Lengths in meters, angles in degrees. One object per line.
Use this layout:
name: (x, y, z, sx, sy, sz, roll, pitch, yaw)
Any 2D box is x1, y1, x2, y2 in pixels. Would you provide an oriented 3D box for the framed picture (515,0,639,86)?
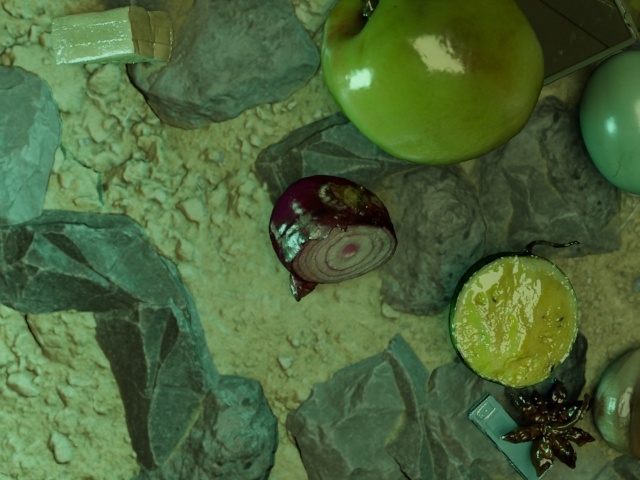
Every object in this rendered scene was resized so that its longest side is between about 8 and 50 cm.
framed picture: (0.335, -0.392, 1.520, 0.211, 0.020, 0.289, -24, 98, 34)

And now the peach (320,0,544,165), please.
peach: (0.169, -0.262, 1.440, 0.315, 0.281, 0.314, 44, 81, -17)

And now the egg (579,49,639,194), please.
egg: (0.497, -0.183, 1.549, 0.168, 0.168, 0.230, -16, 100, -7)

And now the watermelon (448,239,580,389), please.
watermelon: (0.296, 0.112, 1.558, 0.204, 0.127, 0.232, -2, 96, -8)

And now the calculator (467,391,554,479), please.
calculator: (0.313, 0.329, 1.631, 0.057, 0.018, 0.172, -43, 98, -3)

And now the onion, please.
onion: (0.000, 0.000, 1.509, 0.195, 0.218, 0.139, -7, 54, -37)

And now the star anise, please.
star anise: (0.373, 0.304, 1.608, 0.168, 0.057, 0.167, 0, 93, -3)

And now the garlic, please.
garlic: (0.502, 0.266, 1.626, 0.101, 0.087, 0.195, 6, 90, -22)

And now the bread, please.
bread: (-0.315, -0.306, 1.492, 0.152, 0.105, 0.077, 0, 95, 23)

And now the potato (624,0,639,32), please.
potato: (0.426, -0.415, 1.554, 0.149, 0.113, 0.251, -41, 105, -6)
